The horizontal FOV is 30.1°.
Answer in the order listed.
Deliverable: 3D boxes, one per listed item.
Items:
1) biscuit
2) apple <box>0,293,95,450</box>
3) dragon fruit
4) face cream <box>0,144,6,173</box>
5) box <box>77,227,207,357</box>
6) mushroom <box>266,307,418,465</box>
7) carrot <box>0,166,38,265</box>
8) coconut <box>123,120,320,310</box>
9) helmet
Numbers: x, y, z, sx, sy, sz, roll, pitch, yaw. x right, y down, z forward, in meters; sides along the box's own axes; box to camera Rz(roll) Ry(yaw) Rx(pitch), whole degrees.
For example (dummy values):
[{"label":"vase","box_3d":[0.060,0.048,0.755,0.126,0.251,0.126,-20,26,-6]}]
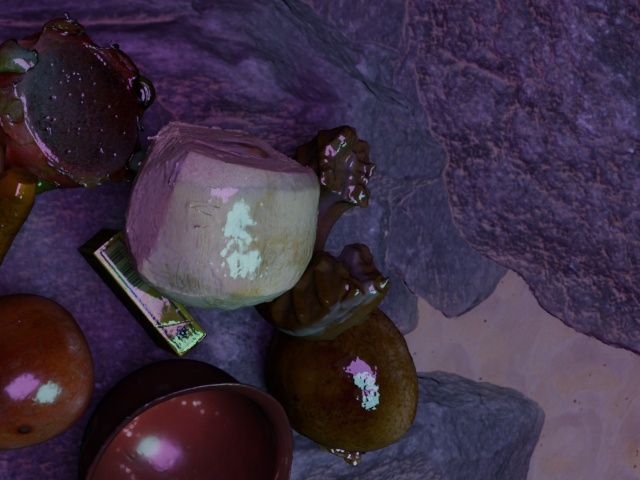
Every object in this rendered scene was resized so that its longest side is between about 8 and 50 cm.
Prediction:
[{"label":"biscuit","box_3d":[-0.012,0.001,1.925,0.115,0.268,0.366,28,42,-34]},{"label":"apple","box_3d":[-0.465,0.203,1.771,0.253,0.253,0.254,-1,93,-22]},{"label":"dragon fruit","box_3d":[-0.382,-0.196,1.835,0.295,0.130,0.268,51,57,-20]},{"label":"face cream","box_3d":[-0.534,-0.198,1.820,0.078,0.078,0.273,-14,98,-20]},{"label":"box","box_3d":[-0.286,0.082,1.900,0.064,0.141,0.220,-40,105,-17]},{"label":"mushroom","box_3d":[0.035,0.245,1.994,0.263,0.195,0.283,-1,119,16]},{"label":"carrot","box_3d":[-0.497,0.006,1.799,0.070,0.070,0.260,21,114,-21]},{"label":"coconut","box_3d":[-0.152,-0.024,1.775,0.297,0.297,0.255,10,109,-22]},{"label":"helmet","box_3d":[-0.234,0.312,1.866,0.337,0.230,0.385,1,120,-26]}]
